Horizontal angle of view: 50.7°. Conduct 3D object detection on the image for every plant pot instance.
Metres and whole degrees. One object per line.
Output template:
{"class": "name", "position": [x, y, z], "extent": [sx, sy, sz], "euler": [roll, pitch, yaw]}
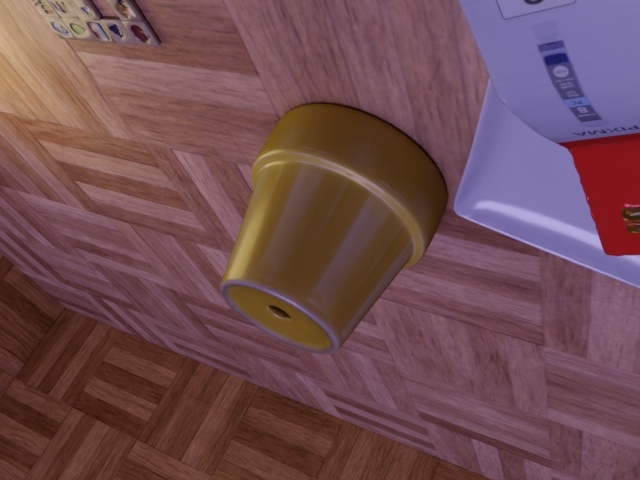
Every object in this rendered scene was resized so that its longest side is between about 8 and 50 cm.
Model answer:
{"class": "plant pot", "position": [0.000, 0.000, 0.855], "extent": [0.254, 0.239, 0.254], "euler": [24, 156, 12]}

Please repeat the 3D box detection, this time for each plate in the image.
{"class": "plate", "position": [0.285, -0.060, 0.668], "extent": [0.278, 0.045, 0.277], "euler": [23, 155, 13]}

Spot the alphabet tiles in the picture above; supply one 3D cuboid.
{"class": "alphabet tiles", "position": [-0.326, -0.337, 0.826], "extent": [0.198, 0.009, 0.237], "euler": [14, 151, 30]}

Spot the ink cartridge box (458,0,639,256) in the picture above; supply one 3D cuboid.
{"class": "ink cartridge box", "position": [0.289, -0.100, 0.454], "extent": [0.308, 0.091, 0.385], "euler": [-2, 133, 40]}
